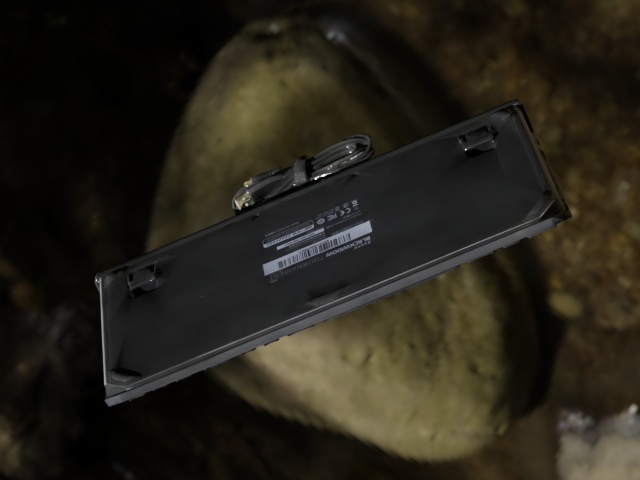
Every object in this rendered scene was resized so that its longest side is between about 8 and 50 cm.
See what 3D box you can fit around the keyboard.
[{"bbox_3d":[0.000,0.000,0.691,0.180,0.108,0.023,-22,125,6],"label":"keyboard"}]
